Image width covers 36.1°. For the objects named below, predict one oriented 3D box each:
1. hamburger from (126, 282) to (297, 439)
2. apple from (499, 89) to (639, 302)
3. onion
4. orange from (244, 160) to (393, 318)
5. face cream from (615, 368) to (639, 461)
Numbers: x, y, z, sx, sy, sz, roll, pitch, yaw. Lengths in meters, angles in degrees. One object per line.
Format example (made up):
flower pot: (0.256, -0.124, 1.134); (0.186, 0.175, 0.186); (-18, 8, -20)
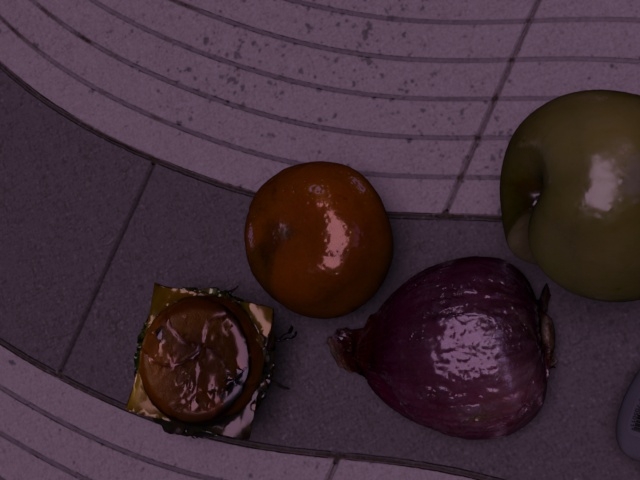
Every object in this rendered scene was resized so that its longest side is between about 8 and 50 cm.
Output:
hamburger: (-0.167, 0.185, 1.512); (0.261, 0.138, 0.243); (14, 87, 19)
apple: (0.383, -0.059, 1.316); (0.254, 0.292, 0.292); (-3, 79, -12)
onion: (0.159, 0.154, 1.412); (0.348, 0.159, 0.267); (-7, 76, 14)
orange: (0.000, 0.000, 1.478); (0.240, 0.171, 0.240); (-3, 83, 23)
face cream: (0.524, 0.235, 1.222); (0.336, 0.080, 0.163); (7, 66, 61)
